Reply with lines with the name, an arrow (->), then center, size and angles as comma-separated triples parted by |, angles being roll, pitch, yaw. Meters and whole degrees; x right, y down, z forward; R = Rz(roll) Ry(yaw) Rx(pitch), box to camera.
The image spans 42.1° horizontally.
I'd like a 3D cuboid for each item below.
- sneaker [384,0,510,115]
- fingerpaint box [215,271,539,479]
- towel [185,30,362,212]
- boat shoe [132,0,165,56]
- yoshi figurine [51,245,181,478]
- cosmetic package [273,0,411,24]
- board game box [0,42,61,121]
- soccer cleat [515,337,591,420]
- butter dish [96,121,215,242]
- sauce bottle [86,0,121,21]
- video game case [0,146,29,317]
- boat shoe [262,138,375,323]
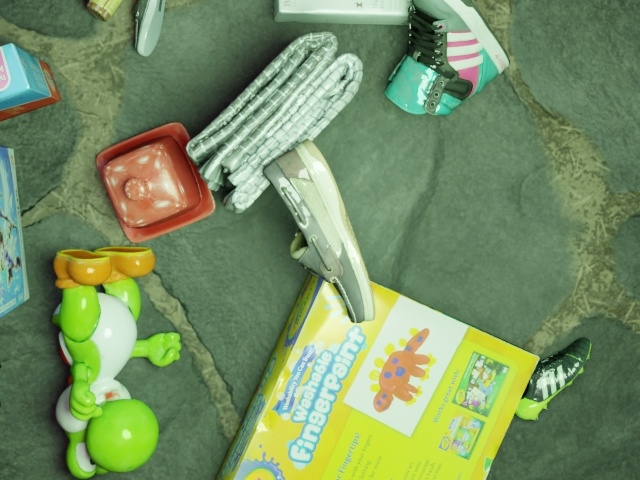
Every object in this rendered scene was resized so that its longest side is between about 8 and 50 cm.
sneaker -> 0.162, -0.290, 1.279 | 0.178, 0.124, 0.295 | -47, 140, 9
fingerpaint box -> 0.076, 0.303, 1.334 | 0.371, 0.163, 0.444 | 24, 89, -9
towel -> -0.070, -0.175, 1.247 | 0.121, 0.235, 0.283 | 44, 87, -5
boat shoe -> -0.272, -0.361, 1.304 | 0.040, 0.049, 0.142 | 13, 91, 11
yoshi figurine -> -0.312, 0.197, 1.268 | 0.204, 0.203, 0.362 | 2, 97, -14
cosmetic package -> 0.043, -0.407, 1.318 | 0.231, 0.085, 0.117 | -2, 94, -8
board game box -> -0.550, -0.185, 1.182 | 0.317, 0.242, 0.064 | -20, 98, -5
soccer cleat -> 0.389, 0.228, 1.422 | 0.072, 0.060, 0.179 | 41, 91, -7
butter dish -> -0.266, -0.084, 1.275 | 0.160, 0.118, 0.159 | -20, 96, 10
sauce bottle -> -0.313, -0.402, 1.294 | 0.042, 0.042, 0.128 | 35, 80, -8
video game case -> -0.483, -0.014, 1.188 | 0.061, 0.269, 0.244 | -6, 95, -8
boat shoe -> 0.000, 0.000, 1.159 | 0.092, 0.103, 0.285 | -22, 117, -3
